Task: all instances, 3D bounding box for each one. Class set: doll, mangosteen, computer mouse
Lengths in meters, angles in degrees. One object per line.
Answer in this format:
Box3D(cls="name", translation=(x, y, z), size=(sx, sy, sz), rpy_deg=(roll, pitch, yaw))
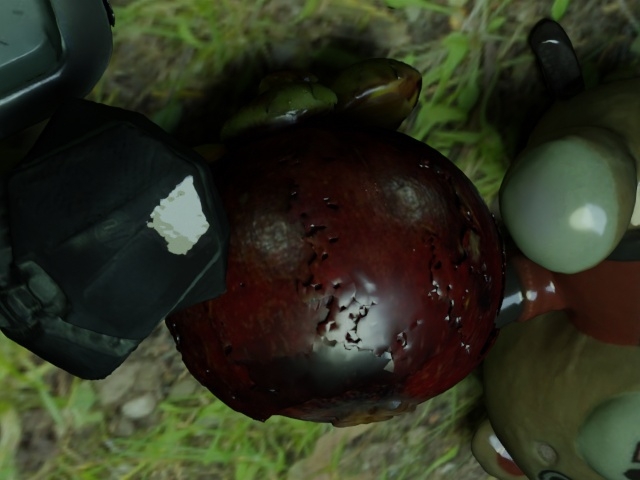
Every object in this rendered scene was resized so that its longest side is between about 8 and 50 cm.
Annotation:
Box3D(cls="doll", translation=(0.185, 0.035, 0.943), size=(0.235, 0.174, 0.330), rpy_deg=(-5, 131, 6))
Box3D(cls="mangosteen", translation=(0.000, 0.000, 0.781), size=(0.166, 0.180, 0.166), rpy_deg=(-14, 158, -6))
Box3D(cls="computer mouse", translation=(-0.109, 0.009, 0.702), size=(0.192, 0.106, 0.062), rpy_deg=(-29, -166, 48))

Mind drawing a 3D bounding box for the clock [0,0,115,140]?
Box3D(cls="clock", translation=(-0.228, -0.114, 0.598), size=(0.279, 0.049, 0.273), rpy_deg=(-27, 137, -15))
